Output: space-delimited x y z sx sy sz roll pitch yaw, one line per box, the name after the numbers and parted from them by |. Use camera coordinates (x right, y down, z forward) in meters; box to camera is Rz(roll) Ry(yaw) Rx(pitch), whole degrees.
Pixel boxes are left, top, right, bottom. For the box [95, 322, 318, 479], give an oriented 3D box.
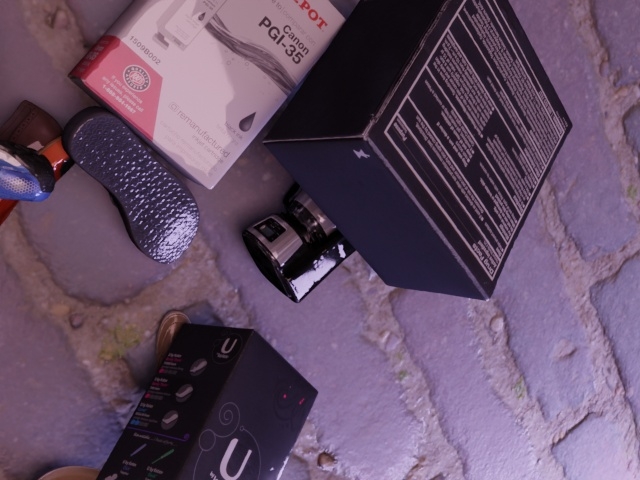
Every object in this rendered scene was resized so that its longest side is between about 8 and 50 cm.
-0.145 0.263 0.972 0.165 0.143 0.270 50 53 -37 | box

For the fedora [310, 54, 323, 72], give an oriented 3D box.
0.053 -0.214 1.061 0.194 0.079 0.194 -9 111 -25 | fedora

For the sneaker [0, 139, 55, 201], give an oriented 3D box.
-0.432 -0.036 0.782 0.330 0.130 0.147 -5 90 6 | sneaker

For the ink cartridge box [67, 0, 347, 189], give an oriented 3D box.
-0.137 -0.239 0.941 0.207 0.117 0.283 41 83 -27 | ink cartridge box

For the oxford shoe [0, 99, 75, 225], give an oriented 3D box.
-0.412 -0.053 0.878 0.271 0.097 0.098 -43 95 -15 | oxford shoe

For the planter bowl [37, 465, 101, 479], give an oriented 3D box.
-0.325 0.394 0.986 0.162 0.162 0.109 19 119 -28 | planter bowl

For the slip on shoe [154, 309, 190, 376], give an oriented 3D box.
-0.204 0.166 1.044 0.051 0.041 0.135 11 97 -27 | slip on shoe

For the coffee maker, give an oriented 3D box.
0.000 0.000 1.062 0.178 0.120 0.171 -41 116 -12 | coffee maker

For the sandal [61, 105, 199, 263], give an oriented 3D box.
-0.229 -0.071 0.945 0.097 0.054 0.254 -41 137 -15 | sandal

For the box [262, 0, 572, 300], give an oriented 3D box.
0.133 -0.133 0.940 0.296 0.182 0.294 48 61 -34 | box
